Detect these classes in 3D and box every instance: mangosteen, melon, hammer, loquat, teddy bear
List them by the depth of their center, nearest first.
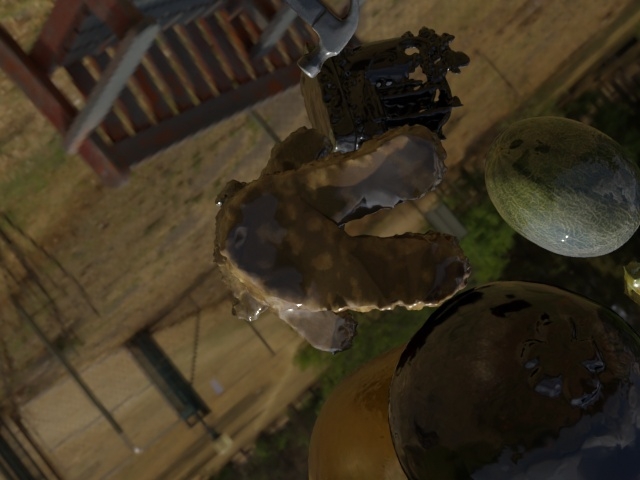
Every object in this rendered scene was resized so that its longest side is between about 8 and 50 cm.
[{"bbox_3d":[0.164,0.156,0.804,0.228,0.228,0.265,-37,156,-27],"label":"mangosteen"},{"bbox_3d":[0.010,-0.002,1.033,0.296,0.246,0.222,-11,-178,14],"label":"teddy bear"},{"bbox_3d":[0.152,0.285,1.120,0.328,0.359,0.328,-11,136,-11],"label":"loquat"},{"bbox_3d":[-0.067,-0.361,1.272,0.137,0.290,0.037,-45,-165,10],"label":"hammer"},{"bbox_3d":[0.441,-0.098,1.764,0.237,0.301,0.237,-56,-163,26],"label":"melon"}]

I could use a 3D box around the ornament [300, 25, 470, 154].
[{"bbox_3d":[0.112,-0.220,1.493,0.260,0.251,0.106,-8,147,-7],"label":"ornament"}]

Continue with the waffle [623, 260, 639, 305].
[{"bbox_3d":[0.412,0.090,1.023,0.054,0.204,0.223,-63,160,6],"label":"waffle"}]
